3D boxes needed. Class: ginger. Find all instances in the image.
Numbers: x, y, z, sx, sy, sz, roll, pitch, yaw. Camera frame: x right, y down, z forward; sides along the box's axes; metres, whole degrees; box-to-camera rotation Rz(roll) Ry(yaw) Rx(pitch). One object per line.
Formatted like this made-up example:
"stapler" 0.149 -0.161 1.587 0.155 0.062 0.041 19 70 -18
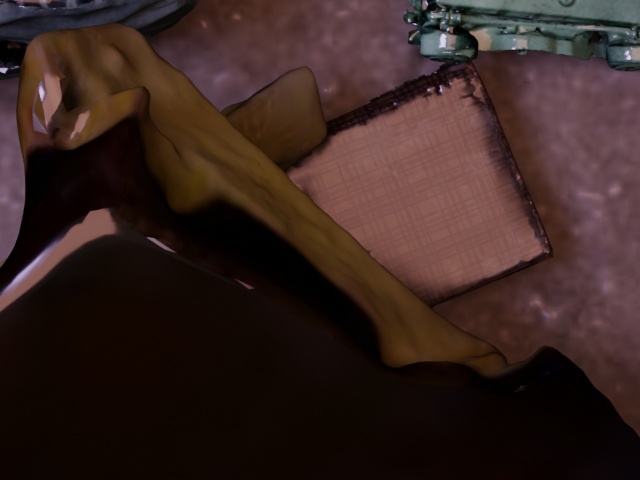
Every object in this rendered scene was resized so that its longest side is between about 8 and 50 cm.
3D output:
"ginger" -0.056 0.118 0.864 0.358 0.211 0.413 13 100 -16

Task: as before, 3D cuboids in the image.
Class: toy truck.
"toy truck" 0.115 -0.132 0.966 0.154 0.078 0.080 1 90 -20

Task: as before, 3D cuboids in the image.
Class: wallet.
"wallet" 0.000 0.000 0.958 0.230 0.042 0.124 -23 91 -3

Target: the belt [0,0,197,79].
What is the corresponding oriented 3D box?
"belt" -0.184 -0.152 0.873 0.257 0.207 0.150 -9 91 3
